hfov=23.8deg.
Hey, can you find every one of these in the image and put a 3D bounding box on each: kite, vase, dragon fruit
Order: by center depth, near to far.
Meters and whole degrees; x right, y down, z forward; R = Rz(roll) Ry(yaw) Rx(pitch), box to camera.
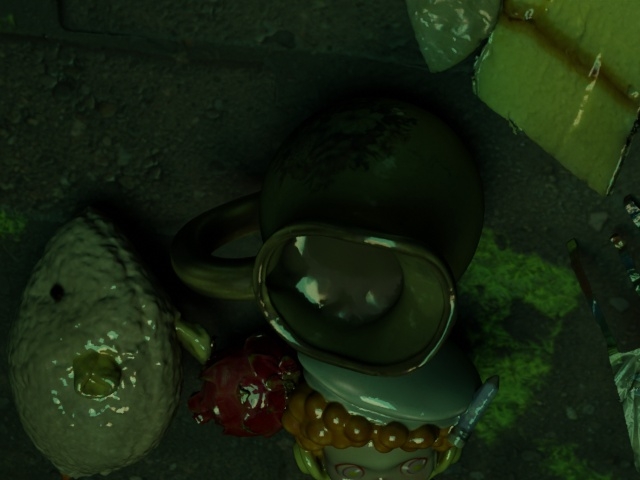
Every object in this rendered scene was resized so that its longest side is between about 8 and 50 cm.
[{"bbox_3d":[0.000,0.000,1.587,0.329,0.302,0.241,-4,119,17],"label":"vase"},{"bbox_3d":[0.351,0.114,1.616,0.169,0.015,0.310,-39,62,24],"label":"kite"},{"bbox_3d":[-0.079,0.176,1.815,0.166,0.133,0.136,-27,66,27],"label":"dragon fruit"}]

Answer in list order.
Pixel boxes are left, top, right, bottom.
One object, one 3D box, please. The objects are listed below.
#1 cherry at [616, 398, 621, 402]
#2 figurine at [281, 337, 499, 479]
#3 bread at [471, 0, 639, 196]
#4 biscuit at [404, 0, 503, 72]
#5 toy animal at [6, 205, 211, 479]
[{"bbox_3d":[0.461,0.164,1.649,0.249,0.175,0.192,-46,64,15],"label":"cherry"},{"bbox_3d":[0.052,0.230,1.788,0.225,0.205,0.382,9,139,-8],"label":"figurine"},{"bbox_3d":[0.246,-0.188,1.514,0.178,0.135,0.240,17,124,5],"label":"bread"},{"bbox_3d":[0.124,-0.292,1.529,0.133,0.032,0.250,-9,115,33],"label":"biscuit"},{"bbox_3d":[-0.266,0.153,1.796,0.226,0.188,0.358,35,130,35],"label":"toy animal"}]
